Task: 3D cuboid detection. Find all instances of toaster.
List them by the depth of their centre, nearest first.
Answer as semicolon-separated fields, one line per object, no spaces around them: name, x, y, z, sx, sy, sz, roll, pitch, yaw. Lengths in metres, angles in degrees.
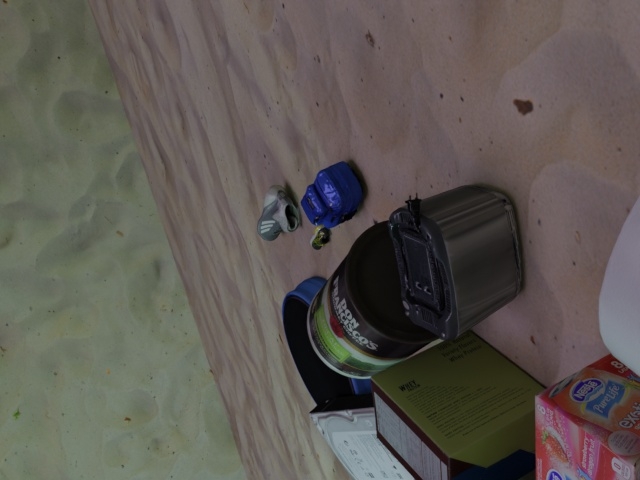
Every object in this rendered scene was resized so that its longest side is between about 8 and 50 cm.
toaster;0.190;0.017;1.044;0.129;0.146;0.227;26;134;58

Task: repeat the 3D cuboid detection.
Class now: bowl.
bowl;0.023;0.280;1.771;0.391;0.077;0.391;49;151;39

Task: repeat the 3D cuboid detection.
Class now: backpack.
backpack;0.023;-0.083;1.403;0.098;0.101;0.120;56;153;11

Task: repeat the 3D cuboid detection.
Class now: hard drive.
hard drive;0.129;0.436;1.564;0.237;0.064;0.339;56;148;-5

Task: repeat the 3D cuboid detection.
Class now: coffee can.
coffee can;0.104;0.109;1.259;0.201;0.201;0.275;62;158;14

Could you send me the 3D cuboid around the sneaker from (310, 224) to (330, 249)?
sneaker;0.000;0.000;1.621;0.035;0.031;0.083;56;155;26

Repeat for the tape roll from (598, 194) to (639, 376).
tape roll;0.335;0.004;0.521;0.100;0.286;0.286;44;148;44

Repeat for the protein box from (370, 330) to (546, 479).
protein box;0.217;0.276;1.152;0.201;0.200;0.136;39;144;50

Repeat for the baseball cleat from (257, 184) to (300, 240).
baseball cleat;-0.100;-0.040;1.766;0.109;0.072;0.206;50;156;24

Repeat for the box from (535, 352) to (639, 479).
box;0.368;0.312;0.916;0.154;0.142;0.300;35;140;54
